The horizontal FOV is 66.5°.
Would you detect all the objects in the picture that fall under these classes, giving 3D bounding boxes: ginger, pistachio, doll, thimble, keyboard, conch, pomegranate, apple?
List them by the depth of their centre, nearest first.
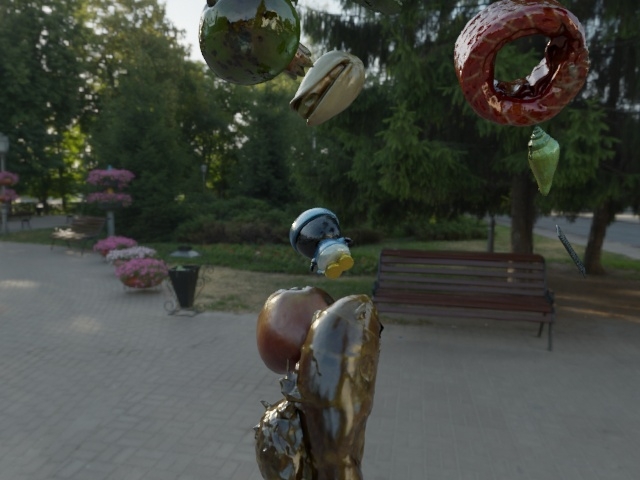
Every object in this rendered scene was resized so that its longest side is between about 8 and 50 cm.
[{"bbox_3d":[-0.095,-0.312,0.759,0.159,0.160,0.205,6,-4,42],"label":"pomegranate"},{"bbox_3d":[-0.005,0.301,0.974,0.253,0.419,0.176,5,-17,24],"label":"ginger"},{"bbox_3d":[-0.050,0.215,1.194,0.229,0.230,0.230,0,6,0],"label":"apple"},{"bbox_3d":[0.022,-0.380,1.217,0.215,0.144,0.144,-44,10,-2],"label":"pistachio"},{"bbox_3d":[0.621,-0.230,1.364,0.079,0.201,0.095,0,45,20],"label":"conch"},{"bbox_3d":[0.573,-0.518,1.417,0.349,0.351,0.231,1,36,9],"label":"thimble"},{"bbox_3d":[0.000,0.000,1.585,0.177,0.141,0.314,-35,43,1],"label":"doll"},{"bbox_3d":[0.840,0.038,1.637,0.011,0.202,0.067,-27,23,35],"label":"keyboard"}]

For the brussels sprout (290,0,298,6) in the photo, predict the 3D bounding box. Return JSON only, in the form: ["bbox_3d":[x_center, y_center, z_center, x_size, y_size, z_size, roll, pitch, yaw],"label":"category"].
[{"bbox_3d":[-0.102,-0.698,1.382,0.085,0.058,0.085,5,-31,3],"label":"brussels sprout"}]

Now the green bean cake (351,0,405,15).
[{"bbox_3d":[0.173,-0.963,1.623,0.335,0.319,0.218,38,21,26],"label":"green bean cake"}]
